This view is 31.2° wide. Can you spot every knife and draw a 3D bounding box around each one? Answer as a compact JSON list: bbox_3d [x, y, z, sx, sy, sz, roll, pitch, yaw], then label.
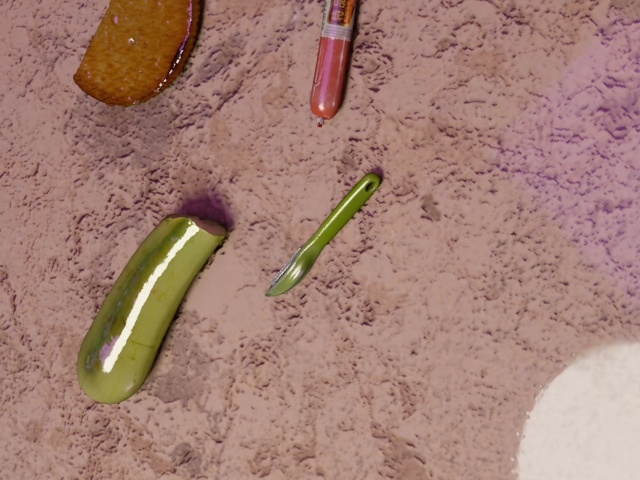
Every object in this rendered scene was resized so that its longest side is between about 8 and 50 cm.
[{"bbox_3d":[0.000,0.000,1.151,0.184,0.022,0.026,-49,40,24],"label":"knife"}]

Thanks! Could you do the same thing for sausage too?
[{"bbox_3d":[0.019,-0.236,1.116,0.034,0.034,0.253,11,99,29],"label":"sausage"}]

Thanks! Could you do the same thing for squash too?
[{"bbox_3d":[-0.188,0.071,1.236,0.083,0.083,0.250,39,108,22],"label":"squash"}]

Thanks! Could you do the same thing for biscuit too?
[{"bbox_3d":[-0.187,-0.225,1.241,0.126,0.025,0.206,42,114,21],"label":"biscuit"}]
